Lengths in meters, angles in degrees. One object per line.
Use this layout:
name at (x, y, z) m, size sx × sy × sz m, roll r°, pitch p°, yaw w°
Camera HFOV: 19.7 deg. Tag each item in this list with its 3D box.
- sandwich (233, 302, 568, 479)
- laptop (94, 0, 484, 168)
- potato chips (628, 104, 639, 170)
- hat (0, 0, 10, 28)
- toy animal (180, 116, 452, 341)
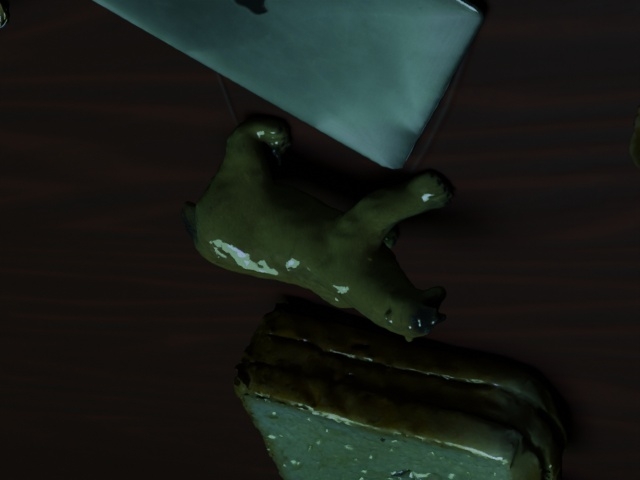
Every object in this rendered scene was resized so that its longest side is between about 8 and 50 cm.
sandwich at (0.082, 0.184, 1.445) m, size 0.249 × 0.095 × 0.273 m, roll 11°, pitch 143°, yaw 25°
laptop at (-0.041, -0.155, 1.133) m, size 0.269 × 0.015 × 0.187 m, roll 30°, pitch 149°, yaw 2°
potato chips at (0.262, -0.052, 0.984) m, size 0.201 × 0.049 × 0.150 m, roll -12°, pitch 133°, yaw 47°
hat at (-0.255, -0.173, 1.255) m, size 0.076 × 0.059 × 0.077 m, roll -34°, pitch 128°, yaw 21°
toy animal at (0.000, 0.000, 1.239) m, size 0.218 × 0.101 × 0.103 m, roll 20°, pitch 146°, yaw 18°
